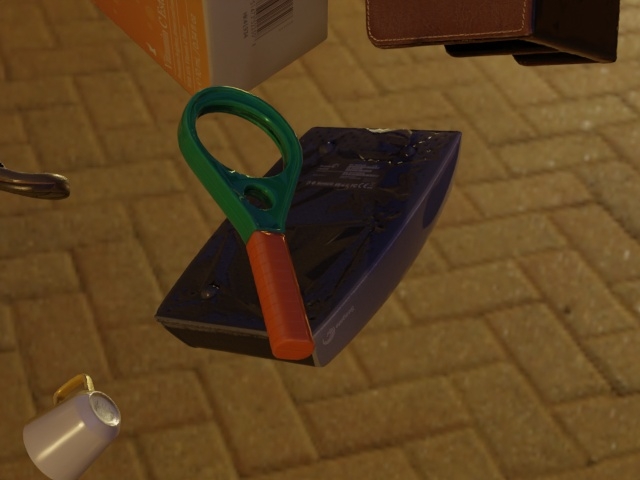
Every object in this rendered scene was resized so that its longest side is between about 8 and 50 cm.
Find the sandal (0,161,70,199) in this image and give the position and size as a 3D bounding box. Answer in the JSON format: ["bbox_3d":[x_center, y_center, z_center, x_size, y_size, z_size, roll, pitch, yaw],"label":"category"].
[{"bbox_3d":[-0.383,-0.088,1.483,0.219,0.060,0.090,8,-2,10],"label":"sandal"}]

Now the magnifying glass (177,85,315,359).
[{"bbox_3d":[-0.043,-0.018,0.918,0.092,0.026,0.231,8,46,-29],"label":"magnifying glass"}]

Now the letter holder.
[{"bbox_3d":[0.169,-0.329,1.302,0.214,0.301,0.152,4,-1,43],"label":"letter holder"}]

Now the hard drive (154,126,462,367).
[{"bbox_3d":[0.000,0.000,1.075,0.172,0.054,0.254,5,42,35],"label":"hard drive"}]

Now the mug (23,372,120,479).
[{"bbox_3d":[-0.199,0.146,1.076,0.078,0.064,0.062,58,22,16],"label":"mug"}]

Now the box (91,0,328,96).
[{"bbox_3d":[-0.164,-0.339,1.407,0.168,0.215,0.345,-36,64,-21],"label":"box"}]
